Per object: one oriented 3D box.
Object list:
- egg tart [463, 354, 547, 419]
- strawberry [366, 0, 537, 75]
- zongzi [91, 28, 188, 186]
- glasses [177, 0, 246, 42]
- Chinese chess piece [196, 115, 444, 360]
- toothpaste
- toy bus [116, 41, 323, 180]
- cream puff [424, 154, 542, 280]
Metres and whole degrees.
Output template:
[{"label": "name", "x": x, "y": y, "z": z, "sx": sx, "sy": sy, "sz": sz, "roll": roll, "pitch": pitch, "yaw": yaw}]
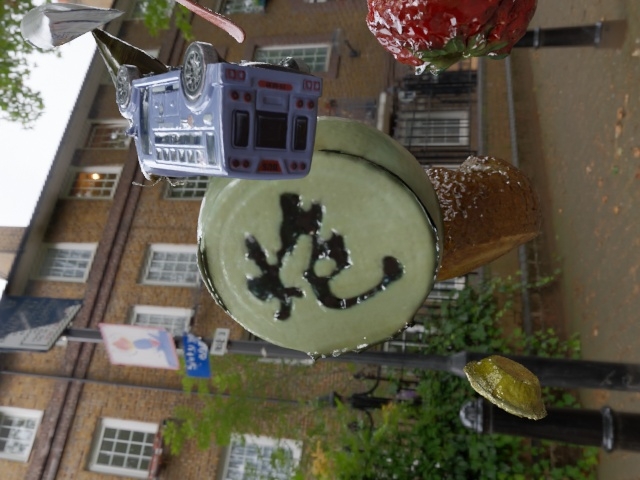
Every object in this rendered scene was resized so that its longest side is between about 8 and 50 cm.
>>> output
[{"label": "egg tart", "x": 0.220, "y": 0.166, "z": 0.677, "sx": 0.039, "sy": 0.105, "sz": 0.105, "roll": -66, "pitch": -8, "yaw": 16}, {"label": "strawberry", "x": 0.190, "y": -0.409, "z": 0.888, "sx": 0.257, "sy": 0.257, "sz": 0.277, "roll": -6, "pitch": -93, "yaw": -76}, {"label": "zongzi", "x": -0.347, "y": -0.241, "z": 1.070, "sx": 0.241, "sy": 0.111, "sz": 0.247, "roll": 25, "pitch": -119, "yaw": -35}, {"label": "glasses", "x": -0.123, "y": -0.340, "z": 0.545, "sx": 0.234, "sy": 0.118, "sz": 0.268, "roll": -51, "pitch": -57, "yaw": -24}, {"label": "Chinese chess piece", "x": 0.000, "y": 0.000, "z": 0.822, "sx": 0.146, "sy": 0.349, "sz": 0.349, "roll": -82, "pitch": -12, "yaw": -61}, {"label": "toothpaste", "x": -0.385, "y": -0.323, "z": 0.853, "sx": 0.100, "sy": 0.323, "sz": 0.066, "roll": -13, "pitch": -71, "yaw": -32}, {"label": "toy bus", "x": -0.074, "y": -0.076, "z": 0.367, "sx": 0.073, "sy": 0.167, "sz": 0.076, "roll": -4, "pitch": -80, "yaw": -35}, {"label": "cream puff", "x": 0.266, "y": -0.046, "z": 1.108, "sx": 0.303, "sy": 0.303, "sz": 0.212, "roll": 42, "pitch": -155, "yaw": -73}]
